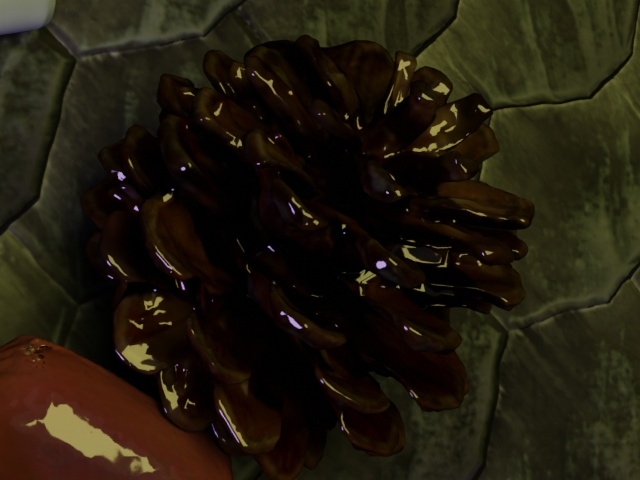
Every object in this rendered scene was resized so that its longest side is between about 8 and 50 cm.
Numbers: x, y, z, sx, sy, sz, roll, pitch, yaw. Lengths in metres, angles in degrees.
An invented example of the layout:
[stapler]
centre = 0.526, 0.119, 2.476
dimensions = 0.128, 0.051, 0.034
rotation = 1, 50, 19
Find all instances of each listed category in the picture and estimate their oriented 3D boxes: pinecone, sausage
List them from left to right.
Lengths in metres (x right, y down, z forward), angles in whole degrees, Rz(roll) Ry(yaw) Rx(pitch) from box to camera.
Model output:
[sausage]
centre = -0.188, 0.191, 1.544
dimensions = 0.280, 0.152, 0.152
rotation = 36, 61, -18
[pinecone]
centre = 0.000, 0.000, 1.566
dimensions = 0.398, 0.398, 0.397
rotation = 9, 72, -28

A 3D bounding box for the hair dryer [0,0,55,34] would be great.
[hair dryer]
centre = -0.339, -0.291, 1.654
dimensions = 0.131, 0.073, 0.236
rotation = -14, 75, -34
